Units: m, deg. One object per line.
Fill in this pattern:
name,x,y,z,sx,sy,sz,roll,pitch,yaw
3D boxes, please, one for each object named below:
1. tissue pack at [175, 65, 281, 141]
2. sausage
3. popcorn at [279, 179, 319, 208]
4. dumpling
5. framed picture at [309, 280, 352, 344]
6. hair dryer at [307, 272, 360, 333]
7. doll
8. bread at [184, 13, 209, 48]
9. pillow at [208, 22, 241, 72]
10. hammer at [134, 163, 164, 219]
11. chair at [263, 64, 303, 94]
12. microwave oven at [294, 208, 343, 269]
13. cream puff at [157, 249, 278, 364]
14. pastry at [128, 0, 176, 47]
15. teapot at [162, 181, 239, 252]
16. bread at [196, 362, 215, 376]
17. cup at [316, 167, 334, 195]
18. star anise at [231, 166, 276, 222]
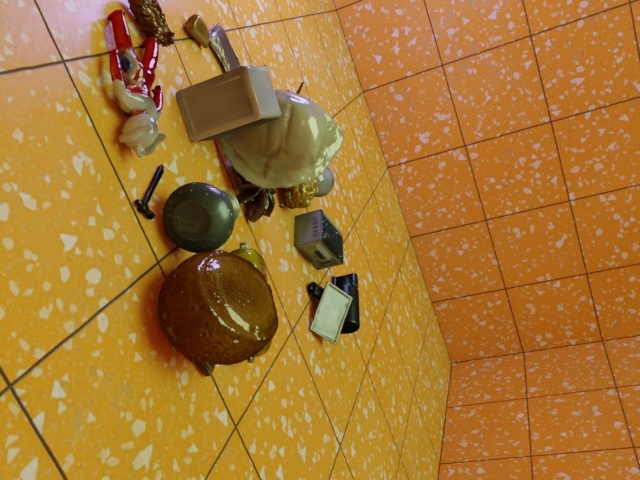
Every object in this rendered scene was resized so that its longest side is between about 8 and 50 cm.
tissue pack,-0.264,-0.391,1.713,0.136,0.246,0.159,-37,113,-66
sausage,-0.205,0.172,1.685,0.123,0.123,0.347,25,56,-63
popcorn,-0.079,-0.215,2.200,0.163,0.140,0.194,-11,84,-51
dumpling,-0.143,-0.313,1.836,0.233,0.395,0.315,111,3,-71
framed picture,0.041,0.272,2.234,0.136,0.010,0.200,36,62,-29
hair dryer,0.049,0.200,2.347,0.302,0.116,0.244,42,37,-44
doll,-0.449,-0.374,1.467,0.188,0.099,0.383,34,40,-58
bread,-0.378,-0.653,1.853,0.103,0.049,0.062,36,73,-61
pillow,-0.316,-0.623,2.018,0.135,0.034,0.211,-78,149,-54
hammer,-0.418,-0.129,1.487,0.178,0.021,0.065,-84,152,-46
chair,-0.199,-0.438,2.046,0.272,0.166,0.188,-67,175,27
microwave oven,0.000,0.000,2.298,0.208,0.123,0.162,48,34,-50
cream puff,-0.258,0.169,1.440,0.303,0.212,0.303,39,33,-31
pastry,-0.456,-0.588,1.587,0.063,0.087,0.169,-44,124,-27
teapot,-0.295,-0.068,1.566,0.251,0.184,0.183,-48,122,-78
bread,-0.296,0.300,1.503,0.047,0.036,0.083,-83,153,-50
cup,-0.036,-0.257,2.351,0.142,0.134,0.173,-11,88,-67
star anise,-0.212,-0.178,1.939,0.236,0.093,0.229,53,36,-37
